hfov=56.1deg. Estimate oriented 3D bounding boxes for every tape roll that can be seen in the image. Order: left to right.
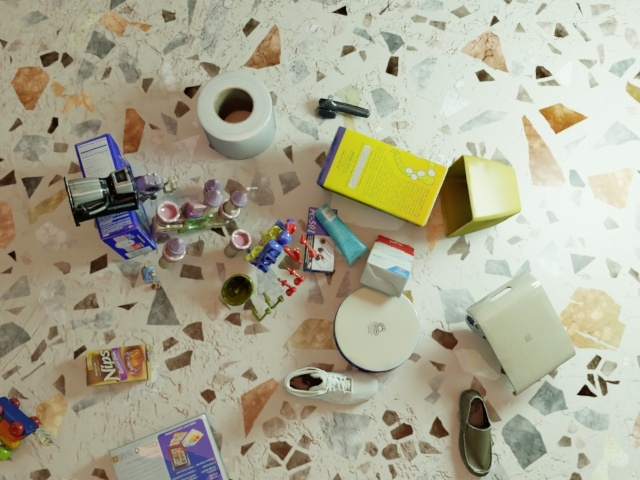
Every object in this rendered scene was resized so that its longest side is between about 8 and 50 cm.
[{"bbox_3d":[-0.274,-0.409,1.981,0.245,0.169,0.246,0,77,1],"label":"tape roll"}]

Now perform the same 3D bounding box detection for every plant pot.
[{"bbox_3d":[0.509,-0.137,1.904,0.187,0.212,0.212,-2,76,-12],"label":"plant pot"}]

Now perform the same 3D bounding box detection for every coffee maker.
[{"bbox_3d":[-0.602,-0.123,1.663,0.178,0.171,0.120,-14,84,-21],"label":"coffee maker"}]

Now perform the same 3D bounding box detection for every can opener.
[{"bbox_3d":[0.080,-0.451,2.054,0.186,0.073,0.059,8,38,-1],"label":"can opener"}]

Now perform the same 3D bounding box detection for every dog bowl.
[{"bbox_3d":[0.171,0.273,1.850,0.264,0.104,0.265,0,77,0],"label":"dog bowl"}]

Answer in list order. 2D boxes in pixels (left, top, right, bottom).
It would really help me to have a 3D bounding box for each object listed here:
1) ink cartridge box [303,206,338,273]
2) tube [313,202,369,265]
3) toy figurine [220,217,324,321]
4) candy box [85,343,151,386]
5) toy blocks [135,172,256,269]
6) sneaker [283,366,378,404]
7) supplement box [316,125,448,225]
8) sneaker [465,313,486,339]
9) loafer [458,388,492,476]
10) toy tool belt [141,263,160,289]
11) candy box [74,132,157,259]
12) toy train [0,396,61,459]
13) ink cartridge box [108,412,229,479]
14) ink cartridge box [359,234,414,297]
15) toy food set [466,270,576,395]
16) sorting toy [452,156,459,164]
[{"bbox_3d":[0.000,0.000,1.945,0.097,0.046,0.207,6,76,0],"label":"ink cartridge box"},{"bbox_3d":[0.062,-0.023,1.906,0.080,0.052,0.207,-38,86,4],"label":"tube"},{"bbox_3d":[-0.144,0.052,1.897,0.191,0.217,0.362,34,120,-14],"label":"toy figurine"},{"bbox_3d":[-0.624,0.386,1.855,0.186,0.053,0.109,-7,77,0],"label":"candy box"},{"bbox_3d":[-0.370,-0.104,1.817,0.288,0.260,0.309,-11,74,-31],"label":"toy blocks"},{"bbox_3d":[0.034,0.433,1.781,0.292,0.169,0.108,0,75,-1],"label":"sneaker"},{"bbox_3d":[0.193,-0.196,1.895,0.356,0.194,0.195,22,93,5],"label":"supplement box"},{"bbox_3d":[0.575,0.248,1.859,0.234,0.094,0.153,29,77,7],"label":"sneaker"},{"bbox_3d":[0.460,0.572,1.785,0.094,0.087,0.251,-6,77,-1],"label":"loafer"},{"bbox_3d":[-0.545,0.116,1.918,0.052,0.051,0.083,-19,78,-4],"label":"toy tool belt"},{"bbox_3d":[-0.631,-0.129,1.866,0.122,0.268,0.317,-18,77,-7],"label":"candy box"},{"bbox_3d":[-0.908,0.595,1.788,0.248,0.105,0.143,38,90,8],"label":"toy train"},{"bbox_3d":[-0.432,0.712,1.771,0.303,0.072,0.307,-20,80,-5],"label":"ink cartridge box"},{"bbox_3d":[0.212,0.074,1.872,0.134,0.231,0.078,22,116,6],"label":"ink cartridge box"},{"bbox_3d":[0.593,0.277,1.777,0.219,0.092,0.306,-31,99,-5],"label":"toy food set"},{"bbox_3d":[0.482,-0.239,2.015,0.083,0.012,0.062,24,78,6],"label":"sorting toy"}]
